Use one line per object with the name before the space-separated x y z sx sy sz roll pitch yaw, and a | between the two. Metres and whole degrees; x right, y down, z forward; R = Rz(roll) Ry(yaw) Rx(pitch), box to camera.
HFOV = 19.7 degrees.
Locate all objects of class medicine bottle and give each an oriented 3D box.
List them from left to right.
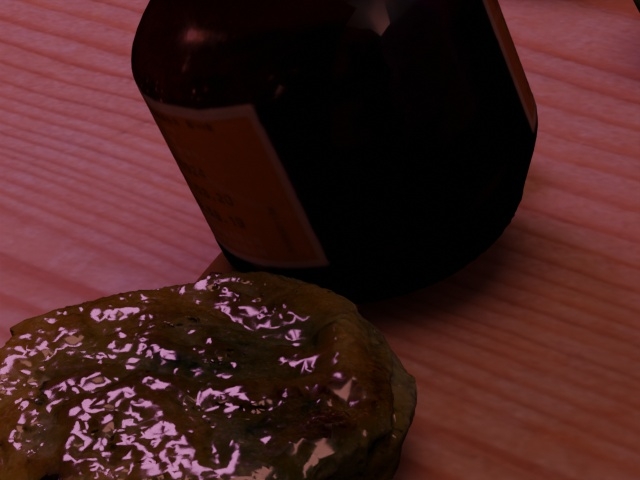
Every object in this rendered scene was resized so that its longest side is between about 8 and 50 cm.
medicine bottle | -0.015 -0.173 1.150 0.243 0.395 0.242 -13 34 9

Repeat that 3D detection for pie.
pie | -0.081 0.092 1.045 0.277 0.078 0.277 -3 22 1

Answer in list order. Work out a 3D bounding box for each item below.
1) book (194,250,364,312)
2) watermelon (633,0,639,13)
book | 0.000 0.000 1.276 0.118 0.012 0.172 7 33 22
watermelon | 0.345 -0.232 1.448 0.215 0.188 0.188 -19 32 -10
